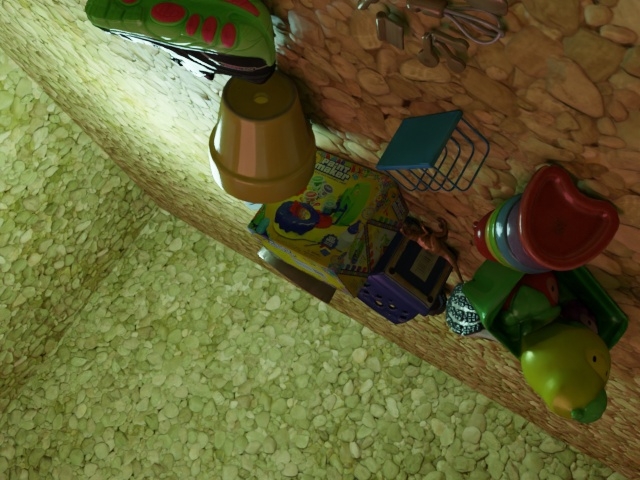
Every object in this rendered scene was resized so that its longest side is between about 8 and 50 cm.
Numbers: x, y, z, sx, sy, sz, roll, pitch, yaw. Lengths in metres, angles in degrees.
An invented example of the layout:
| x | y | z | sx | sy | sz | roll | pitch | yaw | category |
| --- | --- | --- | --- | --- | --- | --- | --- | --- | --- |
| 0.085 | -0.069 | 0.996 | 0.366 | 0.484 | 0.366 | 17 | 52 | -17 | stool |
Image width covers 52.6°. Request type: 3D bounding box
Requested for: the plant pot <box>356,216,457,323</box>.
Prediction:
| x | y | z | sx | sy | sz | roll | pitch | yaw | category |
| --- | --- | --- | --- | --- | --- | --- | --- | --- | --- |
| 0.227 | 0.077 | 1.798 | 0.236 | 0.236 | 0.212 | 37 | 160 | -14 | plant pot |

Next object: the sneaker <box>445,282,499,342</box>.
| x | y | z | sx | sy | sz | roll | pitch | yaw | category |
| --- | --- | --- | --- | --- | --- | --- | --- | --- | --- |
| 0.528 | 0.239 | 1.880 | 0.182 | 0.158 | 0.410 | 21 | 180 | -31 | sneaker |

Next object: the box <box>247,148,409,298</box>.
| x | y | z | sx | sy | sz | roll | pitch | yaw | category |
| --- | --- | --- | --- | --- | --- | --- | --- | --- | --- |
| 0.023 | -0.054 | 1.678 | 0.290 | 0.279 | 0.177 | 25 | 164 | 31 | box |

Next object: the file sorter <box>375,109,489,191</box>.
| x | y | z | sx | sy | sz | roll | pitch | yaw | category |
| --- | --- | --- | --- | --- | --- | --- | --- | --- | --- |
| 0.210 | -0.158 | 1.214 | 0.104 | 0.118 | 0.170 | 37 | 167 | -26 | file sorter |

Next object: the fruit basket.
| x | y | z | sx | sy | sz | roll | pitch | yaw | category |
| --- | --- | --- | --- | --- | --- | --- | --- | --- | --- |
| 0.518 | 0.202 | 1.394 | 0.392 | 0.283 | 0.392 | 41 | 180 | 0 | fruit basket |

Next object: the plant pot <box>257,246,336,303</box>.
| x | y | z | sx | sy | sz | roll | pitch | yaw | category |
| --- | --- | --- | --- | --- | --- | --- | --- | --- | --- |
| 0.000 | 0.000 | 1.889 | 0.257 | 0.274 | 0.256 | 36 | -179 | -1 | plant pot |

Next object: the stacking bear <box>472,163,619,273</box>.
| x | y | z | sx | sy | sz | roll | pitch | yaw | category |
| --- | --- | --- | --- | --- | --- | --- | --- | --- | --- |
| 0.388 | -0.017 | 1.235 | 0.175 | 0.164 | 0.289 | 35 | 171 | -6 | stacking bear |

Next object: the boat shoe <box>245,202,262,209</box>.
| x | y | z | sx | sy | sz | roll | pitch | yaw | category |
| --- | --- | --- | --- | --- | --- | --- | --- | --- | --- |
| -0.171 | -0.160 | 2.222 | 0.226 | 0.075 | 0.083 | -1 | 138 | 42 | boat shoe |

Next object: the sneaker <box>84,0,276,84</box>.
| x | y | z | sx | sy | sz | roll | pitch | yaw | category |
| --- | --- | --- | --- | --- | --- | --- | --- | --- | --- |
| -0.292 | -0.422 | 1.317 | 0.483 | 0.185 | 0.202 | 28 | 162 | 27 | sneaker |

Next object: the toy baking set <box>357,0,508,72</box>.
| x | y | z | sx | sy | sz | roll | pitch | yaw | category |
| --- | --- | --- | --- | --- | --- | --- | --- | --- | --- |
| 0.159 | -0.328 | 0.927 | 0.197 | 0.030 | 0.256 | 33 | 168 | -9 | toy baking set |

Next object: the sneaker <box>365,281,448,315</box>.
| x | y | z | sx | sy | sz | roll | pitch | yaw | category |
| --- | --- | --- | --- | --- | --- | --- | --- | --- | --- |
| 0.265 | 0.131 | 2.167 | 0.341 | 0.125 | 0.139 | 18 | 155 | 21 | sneaker |

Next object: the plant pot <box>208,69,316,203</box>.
| x | y | z | sx | sy | sz | roll | pitch | yaw | category |
| --- | --- | --- | --- | --- | --- | --- | --- | --- | --- |
| -0.134 | -0.249 | 1.475 | 0.254 | 0.254 | 0.239 | 30 | 152 | 15 | plant pot |

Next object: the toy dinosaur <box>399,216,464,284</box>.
| x | y | z | sx | sy | sz | roll | pitch | yaw | category |
| --- | --- | --- | --- | --- | --- | --- | --- | --- | --- |
| 0.292 | 0.010 | 1.630 | 0.212 | 0.112 | 0.064 | 34 | 166 | -5 | toy dinosaur |
